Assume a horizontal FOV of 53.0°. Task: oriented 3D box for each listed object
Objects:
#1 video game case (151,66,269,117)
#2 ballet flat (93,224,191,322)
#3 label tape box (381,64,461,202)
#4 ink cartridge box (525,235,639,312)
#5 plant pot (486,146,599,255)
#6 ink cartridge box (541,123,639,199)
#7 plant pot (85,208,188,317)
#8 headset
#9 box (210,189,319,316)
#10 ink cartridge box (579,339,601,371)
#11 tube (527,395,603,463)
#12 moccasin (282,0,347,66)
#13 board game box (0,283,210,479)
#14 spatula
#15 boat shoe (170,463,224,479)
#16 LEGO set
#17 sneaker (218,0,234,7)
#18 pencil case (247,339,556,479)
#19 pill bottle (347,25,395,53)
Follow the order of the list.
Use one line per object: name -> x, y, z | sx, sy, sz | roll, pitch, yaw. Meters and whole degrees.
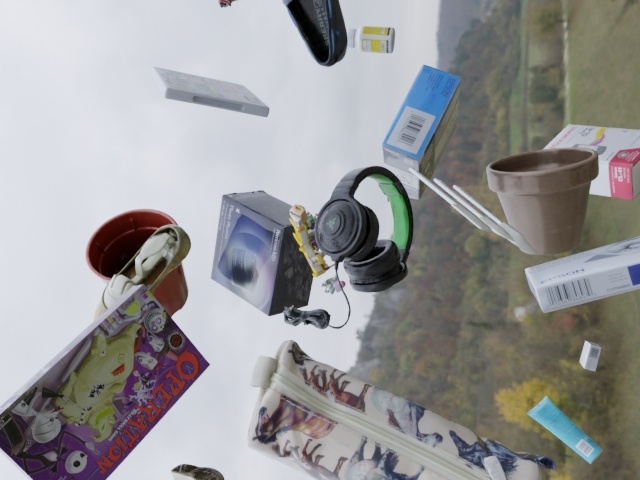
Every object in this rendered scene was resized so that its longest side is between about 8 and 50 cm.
video game case -> -0.337, -0.447, 1.927 | 0.329, 0.300, 0.036 | -129, 50, -58
ballet flat -> -0.470, 0.094, 1.657 | 0.348, 0.123, 0.123 | -51, -23, -20
label tape box -> 0.256, -0.242, 1.628 | 0.240, 0.106, 0.333 | -62, -17, -14
ink cartridge box -> 0.443, 0.041, 1.019 | 0.224, 0.223, 0.045 | -33, -75, -76
plant pot -> 0.560, -0.092, 1.592 | 0.263, 0.263, 0.229 | -56, -45, -69
ink cartridge box -> 0.876, -0.252, 2.014 | 0.226, 0.306, 0.131 | -39, -53, -30
plant pot -> -0.522, 0.093, 1.918 | 0.265, 0.273, 0.272 | 84, -165, -50
headset -> 0.064, 0.020, 1.377 | 0.243, 0.185, 0.394 | 50, -127, -33
box -> -0.172, 0.031, 1.993 | 0.183, 0.294, 0.296 | -11, -61, -46
ink cartridge box -> 0.681, 0.289, 1.623 | 0.115, 0.029, 0.062 | 10, -85, -73
tube -> 0.693, 0.536, 1.815 | 0.080, 0.207, 0.052 | -34, -36, -20
moccasin -> -0.023, -0.541, 1.377 | 0.342, 0.138, 0.116 | 60, -154, -21
board game box -> -0.371, 0.263, 1.109 | 0.347, 0.056, 0.208 | -49, -64, -35
spatula -> 0.266, -0.056, 1.147 | 0.019, 0.168, 0.242 | -63, 36, 18
boat shoe -> -0.236, 0.472, 1.254 | 0.050, 0.135, 0.045 | -18, -77, -48
LEGO set -> 0.000, 0.000, 1.740 | 0.287, 0.107, 0.132 | 67, 169, -26
sneaker -> -0.281, -0.761, 2.031 | 0.118, 0.042, 0.067 | -2, -84, -53
pencil case -> 0.093, 0.280, 0.864 | 0.183, 0.411, 0.160 | 102, -165, -53
pill bottle -> 0.129, -0.512, 1.636 | 0.065, 0.116, 0.065 | 7, -90, -79
